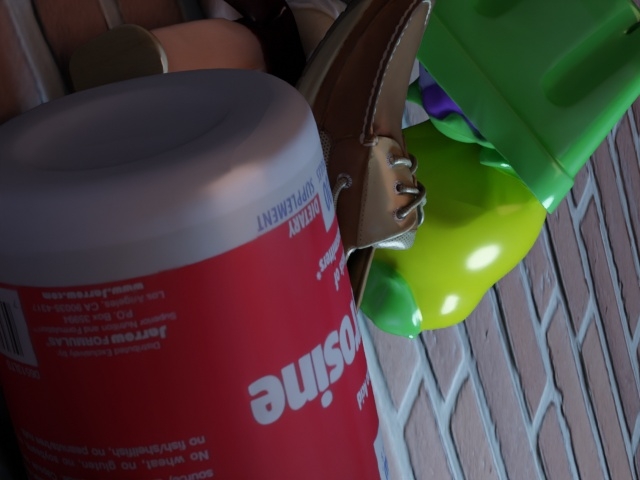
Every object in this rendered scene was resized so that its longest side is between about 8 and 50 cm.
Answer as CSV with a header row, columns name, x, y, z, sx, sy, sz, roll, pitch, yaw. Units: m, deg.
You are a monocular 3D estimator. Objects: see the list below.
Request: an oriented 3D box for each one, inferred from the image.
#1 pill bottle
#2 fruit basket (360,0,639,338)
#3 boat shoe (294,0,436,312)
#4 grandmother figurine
name,x,y,z,sx,sy,sz,roll,pitch,yaw
pill bottle,-0.078,0.115,1.233,0.229,0.229,0.408,-50,133,-56
fruit basket,0.128,-0.109,1.723,0.283,0.392,0.392,51,30,-1
boat shoe,0.024,-0.034,1.454,0.324,0.120,0.122,-68,165,15
grandmother figurine,-0.060,-0.118,1.448,0.342,0.104,0.208,-33,132,-59
